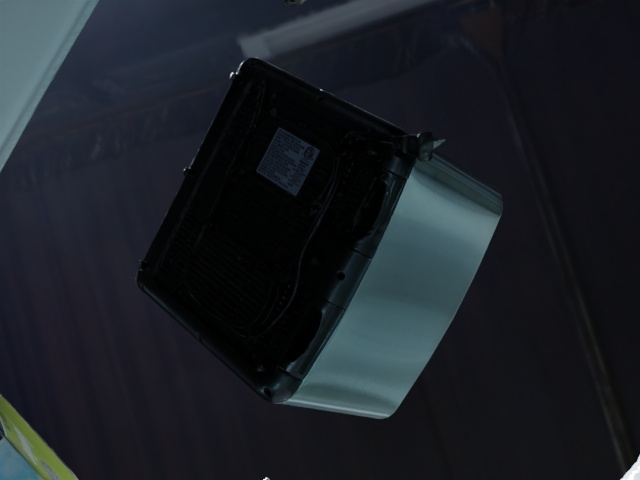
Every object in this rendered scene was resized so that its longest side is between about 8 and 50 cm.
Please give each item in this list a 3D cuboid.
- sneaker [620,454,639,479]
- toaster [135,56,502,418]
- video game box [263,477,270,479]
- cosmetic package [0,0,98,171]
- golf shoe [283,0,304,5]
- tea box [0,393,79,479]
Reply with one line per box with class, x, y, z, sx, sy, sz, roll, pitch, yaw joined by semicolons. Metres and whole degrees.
sneaker;0.488;0.270;1.300;0.111;0.129;0.297;35;-18;-17
toaster;0.000;0.000;0.630;0.110;0.168;0.185;20;9;-45
video game box;-0.052;0.359;1.056;0.205;0.187;0.048;-33;-20;-53
cosmetic package;-0.286;-0.279;0.625;0.327;0.393;0.329;-52;19;25
golf shoe;0.030;-0.276;0.890;0.093;0.077;0.198;-13;-16;-37
tea box;-0.340;0.220;0.884;0.220;0.324;0.329;-42;23;-15
